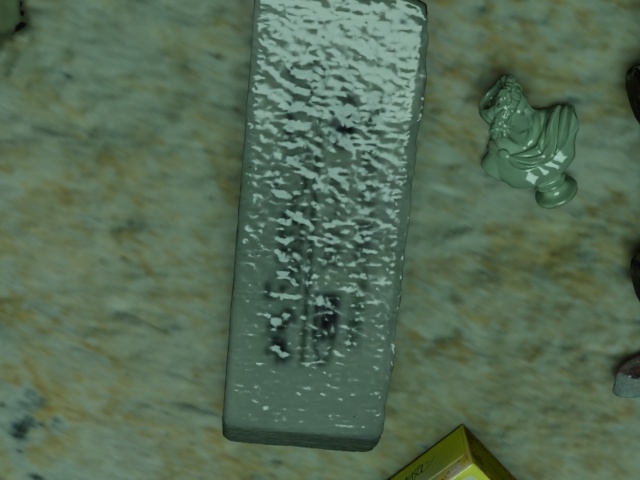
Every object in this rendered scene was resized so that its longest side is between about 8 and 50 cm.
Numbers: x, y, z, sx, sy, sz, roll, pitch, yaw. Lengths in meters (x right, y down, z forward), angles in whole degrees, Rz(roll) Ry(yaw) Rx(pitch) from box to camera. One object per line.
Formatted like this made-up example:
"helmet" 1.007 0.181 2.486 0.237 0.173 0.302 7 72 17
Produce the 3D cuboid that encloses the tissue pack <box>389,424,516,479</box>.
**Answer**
"tissue pack" 0.124 0.229 1.125 0.095 0.062 0.176 -40 107 13

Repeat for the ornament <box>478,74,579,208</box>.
"ornament" 0.135 -0.064 1.012 0.092 0.041 0.068 27 116 -22

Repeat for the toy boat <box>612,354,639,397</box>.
"toy boat" 0.263 0.129 1.105 0.096 0.034 0.122 -15 121 6

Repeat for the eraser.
"eraser" 0.000 0.000 1.017 0.111 0.077 0.352 4 114 -3

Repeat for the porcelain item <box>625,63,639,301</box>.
"porcelain item" 0.301 -0.035 0.988 0.186 0.138 0.288 -13 109 -14
